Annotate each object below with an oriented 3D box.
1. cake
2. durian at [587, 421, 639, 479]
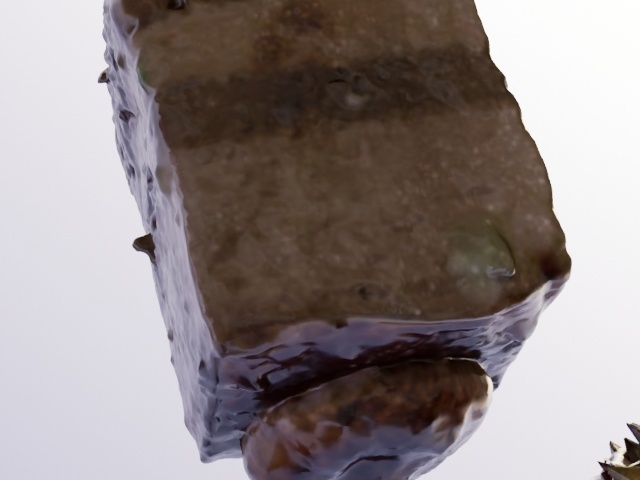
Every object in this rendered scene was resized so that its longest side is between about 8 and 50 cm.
[{"bbox_3d":[0.000,0.000,0.649,0.196,0.199,0.293,-8,-116,-14],"label":"cake"},{"bbox_3d":[0.264,0.172,0.483,0.347,0.384,0.347,28,177,2],"label":"durian"}]
